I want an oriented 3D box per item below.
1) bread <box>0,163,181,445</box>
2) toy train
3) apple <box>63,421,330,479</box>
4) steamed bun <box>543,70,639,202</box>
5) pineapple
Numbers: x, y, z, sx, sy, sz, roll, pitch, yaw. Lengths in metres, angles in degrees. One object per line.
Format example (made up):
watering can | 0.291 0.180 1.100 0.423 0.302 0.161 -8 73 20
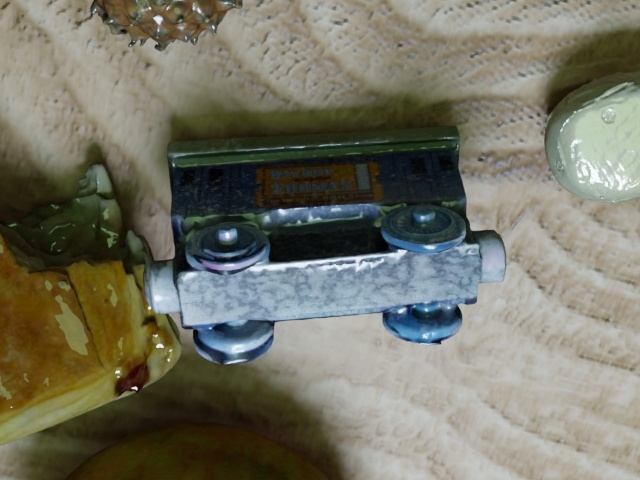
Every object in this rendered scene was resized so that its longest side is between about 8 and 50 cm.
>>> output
bread | -0.338 0.036 1.032 0.370 0.191 0.314 -23 91 -26
toy train | 0.000 0.000 1.044 0.300 0.202 0.131 -3 124 -2
apple | -0.112 0.340 1.091 0.339 0.339 0.339 -1 107 -2
steamed bun | 0.265 -0.091 1.081 0.130 0.091 0.112 -23 101 7
pineapple | -0.124 -0.231 0.967 0.166 0.193 0.166 -1 112 -3
